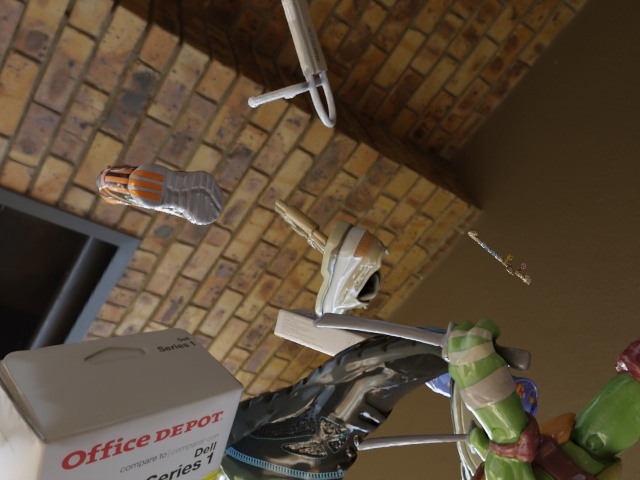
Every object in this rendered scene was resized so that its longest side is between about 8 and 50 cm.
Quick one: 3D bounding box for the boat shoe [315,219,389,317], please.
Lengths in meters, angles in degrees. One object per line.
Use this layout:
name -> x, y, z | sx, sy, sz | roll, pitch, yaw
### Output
boat shoe -> 0.060, 0.087, 1.091 | 0.113, 0.103, 0.302 | -60, 165, -30

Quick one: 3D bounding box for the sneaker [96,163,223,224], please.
sneaker -> -0.374, -0.121, 1.316 | 0.180, 0.321, 0.125 | 10, -95, 28

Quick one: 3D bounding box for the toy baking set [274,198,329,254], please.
toy baking set -> -0.003, -0.003, 1.294 | 0.256, 0.197, 0.030 | 38, -96, 32

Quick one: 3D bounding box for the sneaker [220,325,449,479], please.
sneaker -> 0.023, 0.213, 0.686 | 0.340, 0.125, 0.140 | -31, -101, 20

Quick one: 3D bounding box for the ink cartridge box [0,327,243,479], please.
ink cartridge box -> -0.214, 0.243, 0.554 | 0.117, 0.201, 0.278 | 30, -69, 37

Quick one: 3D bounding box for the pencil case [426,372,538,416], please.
pencil case -> 0.362, 0.332, 1.303 | 0.306, 0.133, 0.119 | 13, -99, 67

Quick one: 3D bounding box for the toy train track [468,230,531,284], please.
toy train track -> 0.196, 0.015, 0.614 | 0.083, 0.048, 0.014 | 41, -72, 13

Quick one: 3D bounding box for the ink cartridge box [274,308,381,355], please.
ink cartridge box -> 0.086, 0.225, 1.300 | 0.296, 0.261, 0.066 | 14, -89, 31

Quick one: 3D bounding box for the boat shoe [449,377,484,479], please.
boat shoe -> 0.205, 0.263, 0.741 | 0.079, 0.084, 0.233 | 18, -52, 67

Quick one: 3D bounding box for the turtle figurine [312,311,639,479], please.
turtle figurine -> 0.151, 0.110, 0.424 | 0.266, 0.198, 0.275 | -24, -160, -8

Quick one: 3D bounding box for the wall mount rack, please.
wall mount rack -> -0.072, -0.354, 0.963 | 0.130, 0.350, 0.304 | -13, -165, 15
